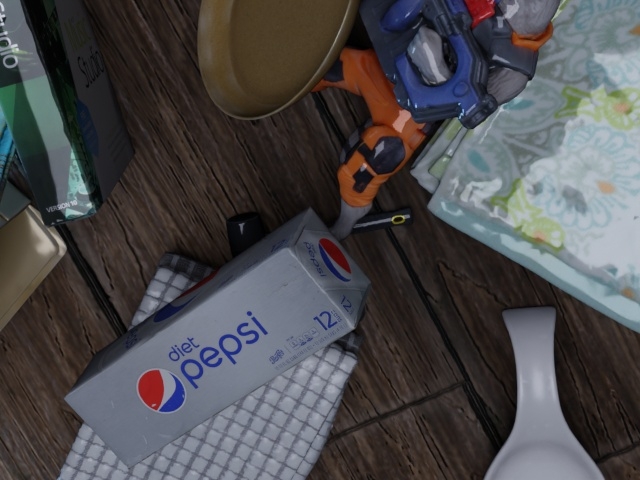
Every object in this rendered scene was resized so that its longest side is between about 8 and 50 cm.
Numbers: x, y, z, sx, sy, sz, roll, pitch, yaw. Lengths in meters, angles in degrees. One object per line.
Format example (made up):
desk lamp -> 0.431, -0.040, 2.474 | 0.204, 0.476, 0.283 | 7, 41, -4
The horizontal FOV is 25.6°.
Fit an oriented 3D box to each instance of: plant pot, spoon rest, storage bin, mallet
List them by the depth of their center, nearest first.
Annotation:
plant pot -> -0.033, -0.222, 1.289 | 0.032, 0.236, 0.236 | 13, 113, -38
storage bin -> -0.392, 0.085, 1.379 | 0.123, 0.262, 0.260 | 41, 107, -5
mallet -> 0.000, 0.000, 1.435 | 0.189, 0.039, 0.062 | -3, 106, 2
spoon rest -> 0.225, 0.210, 1.454 | 0.137, 0.084, 0.276 | -6, 106, 7

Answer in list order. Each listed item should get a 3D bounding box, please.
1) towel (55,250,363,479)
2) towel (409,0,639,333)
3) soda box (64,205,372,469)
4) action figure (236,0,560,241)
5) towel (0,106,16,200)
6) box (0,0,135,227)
towel -> -0.114, 0.179, 1.460 | 0.235, 0.121, 0.284 | 25, 107, -4
towel -> 0.317, -0.088, 1.347 | 0.374, 0.090, 0.320 | 30, 109, -5
soda box -> -0.095, 0.092, 1.292 | 0.286, 0.091, 0.098 | -34, 103, 25
action figure -> 0.079, -0.187, 1.298 | 0.330, 0.341, 0.178 | -32, 144, 31
towel -> -0.404, -0.057, 1.282 | 0.271, 0.370, 0.040 | -11, 125, 8
box -> -0.259, -0.195, 1.291 | 0.058, 0.232, 0.322 | -17, 106, 6
